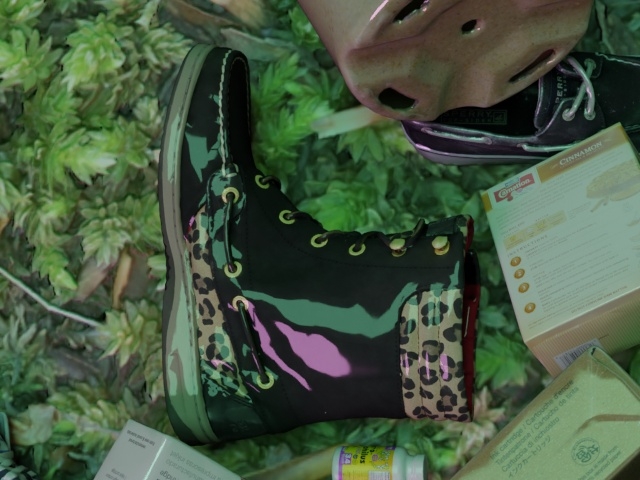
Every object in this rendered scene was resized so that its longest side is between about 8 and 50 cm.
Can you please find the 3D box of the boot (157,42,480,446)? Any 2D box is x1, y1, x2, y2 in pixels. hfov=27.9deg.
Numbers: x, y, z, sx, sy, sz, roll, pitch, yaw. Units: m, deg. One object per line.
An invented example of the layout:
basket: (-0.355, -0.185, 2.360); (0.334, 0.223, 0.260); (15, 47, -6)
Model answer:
boot: (0.000, 0.000, 1.185); (0.284, 0.138, 0.377); (-2, 80, 15)

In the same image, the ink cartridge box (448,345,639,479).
ink cartridge box: (0.178, 0.208, 1.060); (0.234, 0.193, 0.088); (-43, 70, 0)

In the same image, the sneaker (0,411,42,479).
sneaker: (-0.285, 0.238, 1.221); (0.282, 0.099, 0.153); (2, 79, 17)

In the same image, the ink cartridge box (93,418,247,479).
ink cartridge box: (-0.142, 0.302, 1.110); (0.100, 0.172, 0.237); (4, 63, 61)

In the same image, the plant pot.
plant pot: (0.079, -0.286, 1.103); (0.333, 0.334, 0.305); (-25, 61, 7)

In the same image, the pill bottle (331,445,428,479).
pill bottle: (0.055, 0.209, 1.170); (0.083, 0.043, 0.043); (-2, 76, 13)

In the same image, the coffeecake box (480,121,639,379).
coffeecake box: (0.231, 0.007, 1.108); (0.142, 0.068, 0.185); (-28, 41, 18)

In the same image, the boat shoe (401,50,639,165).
boat shoe: (0.219, -0.128, 1.179); (0.301, 0.102, 0.108); (1, 77, 15)
